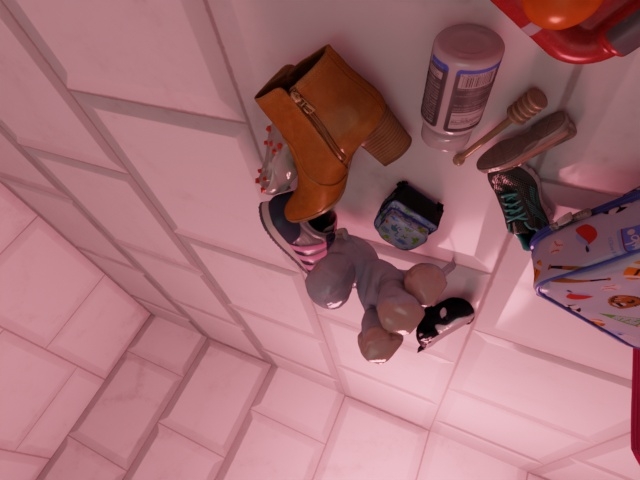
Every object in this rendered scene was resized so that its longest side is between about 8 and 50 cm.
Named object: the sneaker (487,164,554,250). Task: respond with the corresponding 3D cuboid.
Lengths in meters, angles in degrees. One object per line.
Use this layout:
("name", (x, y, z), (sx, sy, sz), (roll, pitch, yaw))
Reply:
("sneaker", (0.302, -0.047, 0.610), (0.166, 0.076, 0.065), (42, 147, -25))

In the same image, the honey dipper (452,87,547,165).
("honey dipper", (0.236, -0.145, 0.557), (0.030, 0.030, 0.160), (31, 154, -6))

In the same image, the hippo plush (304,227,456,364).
("hippo plush", (0.107, 0.070, 0.810), (0.236, 0.294, 0.234), (37, 151, 14))

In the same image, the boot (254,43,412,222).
("boot", (-0.025, -0.156, 0.652), (0.211, 0.104, 0.295), (35, 135, -28))

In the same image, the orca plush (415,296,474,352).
("orca plush", (0.298, 0.194, 1.037), (0.151, 0.102, 0.287), (-23, 155, -2))

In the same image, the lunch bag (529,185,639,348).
("lunch bag", (0.449, 0.048, 0.554), (0.303, 0.115, 0.243), (28, 146, -20))

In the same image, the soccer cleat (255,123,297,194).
("soccer cleat", (-0.066, -0.162, 0.758), (0.068, 0.076, 0.196), (60, 144, 25))

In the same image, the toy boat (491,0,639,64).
("toy boat", (0.198, -0.228, 0.323), (0.231, 0.151, 0.151), (34, 150, -12))

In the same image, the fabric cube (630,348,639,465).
("fabric cube", (0.689, 0.293, 0.659), (0.258, 0.254, 0.259), (-8, 135, 44))

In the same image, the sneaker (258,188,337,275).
("sneaker", (0.000, 0.000, 0.923), (0.131, 0.112, 0.319), (-23, 142, 19))

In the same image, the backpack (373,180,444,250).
("backpack", (0.153, -0.034, 0.749), (0.105, 0.084, 0.114), (31, 154, -3))

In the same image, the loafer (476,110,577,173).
("loafer", (0.273, -0.120, 0.541), (0.039, 0.045, 0.125), (28, 142, -28))

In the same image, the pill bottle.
("pill bottle", (0.167, -0.181, 0.502), (0.078, 0.078, 0.137), (19, 151, 15))
